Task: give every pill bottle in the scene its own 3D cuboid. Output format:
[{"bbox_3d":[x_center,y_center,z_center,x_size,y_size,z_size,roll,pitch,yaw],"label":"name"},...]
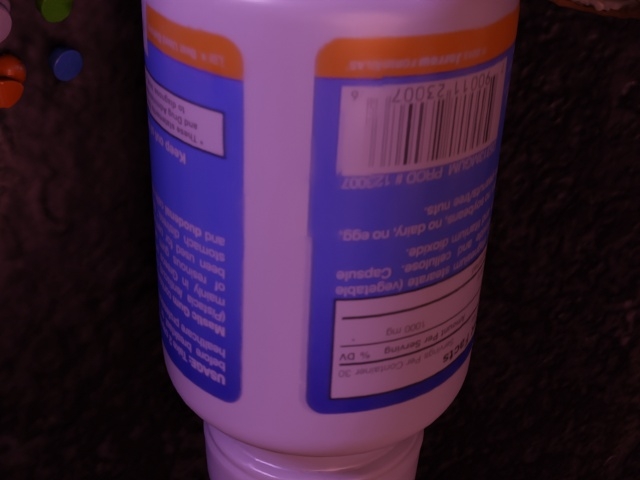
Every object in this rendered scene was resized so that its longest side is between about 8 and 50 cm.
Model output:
[{"bbox_3d":[0.000,0.000,0.436,0.152,0.152,0.272,-9,122,-19],"label":"pill bottle"}]

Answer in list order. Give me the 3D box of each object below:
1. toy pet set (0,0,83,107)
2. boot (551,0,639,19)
[{"bbox_3d":[-0.166,-0.107,0.369,0.114,0.065,0.122,-34,147,-30],"label":"toy pet set"},{"bbox_3d":[0.052,-0.219,0.238,0.236,0.089,0.270,14,102,-24],"label":"boot"}]
